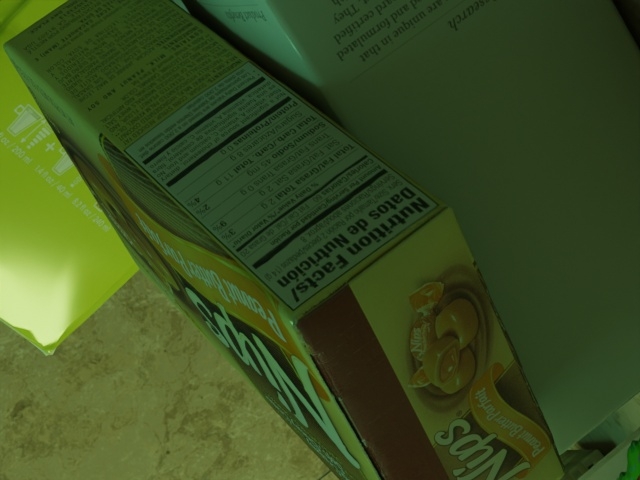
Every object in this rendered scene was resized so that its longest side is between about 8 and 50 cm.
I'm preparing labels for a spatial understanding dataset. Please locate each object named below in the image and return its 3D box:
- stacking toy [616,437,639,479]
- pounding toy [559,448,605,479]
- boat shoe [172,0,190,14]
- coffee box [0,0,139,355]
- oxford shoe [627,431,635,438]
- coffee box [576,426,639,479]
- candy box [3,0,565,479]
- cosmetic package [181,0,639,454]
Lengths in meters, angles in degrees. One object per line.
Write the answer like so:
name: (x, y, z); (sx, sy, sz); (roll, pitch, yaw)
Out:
stacking toy: (0.218, 0.176, 0.814); (0.052, 0.167, 0.221); (-95, 9, -48)
pounding toy: (0.257, 0.275, 1.373); (0.206, 0.094, 0.181); (52, 171, 3)
boat shoe: (-0.003, -0.096, 1.302); (0.094, 0.109, 0.302); (19, 160, 48)
coffee box: (-0.276, -0.172, 1.427); (0.334, 0.338, 0.337); (46, 180, 38)
oxford shoe: (0.249, 0.225, 1.154); (0.132, 0.130, 0.363); (53, 173, 46)
coffee box: (0.254, 0.201, 0.978); (0.098, 0.141, 0.246); (42, 165, 48)
candy box: (-0.027, 0.003, 0.821); (0.316, 0.087, 0.183); (40, 163, 48)
cosmetic package: (0.050, -0.090, 0.856); (0.365, 0.155, 0.197); (55, 171, -20)
